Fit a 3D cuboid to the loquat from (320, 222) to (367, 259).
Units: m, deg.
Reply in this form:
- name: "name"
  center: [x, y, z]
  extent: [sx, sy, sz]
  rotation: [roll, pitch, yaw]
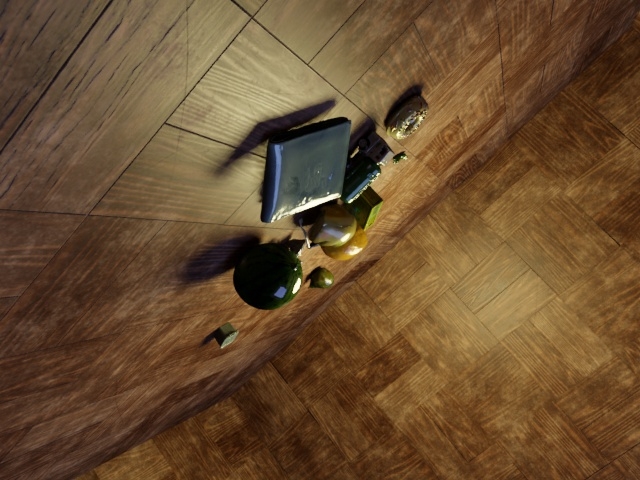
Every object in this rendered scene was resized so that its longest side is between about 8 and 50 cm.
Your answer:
- name: "loquat"
  center: [0.097, -0.005, 2.186]
  extent: [0.234, 0.187, 0.176]
  rotation: [-19, 144, -37]

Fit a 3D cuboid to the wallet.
- name: "wallet"
  center: [-0.039, -0.190, 1.385]
  extent: [0.291, 0.054, 0.251]
  rotation: [-24, 137, -38]

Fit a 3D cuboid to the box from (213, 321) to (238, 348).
- name: "box"
  center: [-0.442, 0.439, 2.389]
  extent: [0.084, 0.069, 0.122]
  rotation: [-25, 159, -41]

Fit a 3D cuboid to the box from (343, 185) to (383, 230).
- name: "box"
  center: [0.167, -0.145, 2.047]
  extent: [0.064, 0.141, 0.220]
  rotation: [-36, 164, -19]

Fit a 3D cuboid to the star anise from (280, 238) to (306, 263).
- name: "star anise"
  center: [-0.143, 0.074, 2.011]
  extent: [0.229, 0.093, 0.236]
  rotation: [-44, 161, 9]

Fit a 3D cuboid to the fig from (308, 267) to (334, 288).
- name: "fig"
  center: [-0.010, 0.212, 2.753]
  extent: [0.117, 0.117, 0.178]
  rotation: [-27, 177, -43]

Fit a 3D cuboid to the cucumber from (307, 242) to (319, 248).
- name: "cucumber"
  center: [0.001, 0.002, 2.278]
  extent: [0.135, 0.034, 0.033]
  rotation: [-38, 170, -8]

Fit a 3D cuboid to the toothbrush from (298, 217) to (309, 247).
- name: "toothbrush"
  center: [-0.062, -0.025, 1.957]
  extent: [0.017, 0.014, 0.162]
  rotation: [-42, 142, -26]

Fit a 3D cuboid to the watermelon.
- name: "watermelon"
  center: [-0.181, 0.126, 1.789]
  extent: [0.242, 0.242, 0.242]
  rotation: [-37, 165, -12]

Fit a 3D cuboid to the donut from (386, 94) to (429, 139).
- name: "donut"
  center: [0.296, -0.411, 1.732]
  extent: [0.175, 0.068, 0.174]
  rotation: [-36, 165, -11]

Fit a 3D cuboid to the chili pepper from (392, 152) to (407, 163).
- name: "chili pepper"
  center: [0.328, -0.340, 2.111]
  extent: [0.030, 0.034, 0.091]
  rotation: [-7, -164, 47]

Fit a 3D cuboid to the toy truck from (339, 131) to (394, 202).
- name: "toy truck"
  center: [0.135, -0.241, 1.717]
  extent: [0.242, 0.125, 0.101]
  rotation: [-45, 164, 15]

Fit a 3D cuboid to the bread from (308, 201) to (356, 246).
- name: "bread"
  center: [0.050, -0.042, 1.973]
  extent: [0.261, 0.156, 0.158]
  rotation: [-16, 136, -56]
